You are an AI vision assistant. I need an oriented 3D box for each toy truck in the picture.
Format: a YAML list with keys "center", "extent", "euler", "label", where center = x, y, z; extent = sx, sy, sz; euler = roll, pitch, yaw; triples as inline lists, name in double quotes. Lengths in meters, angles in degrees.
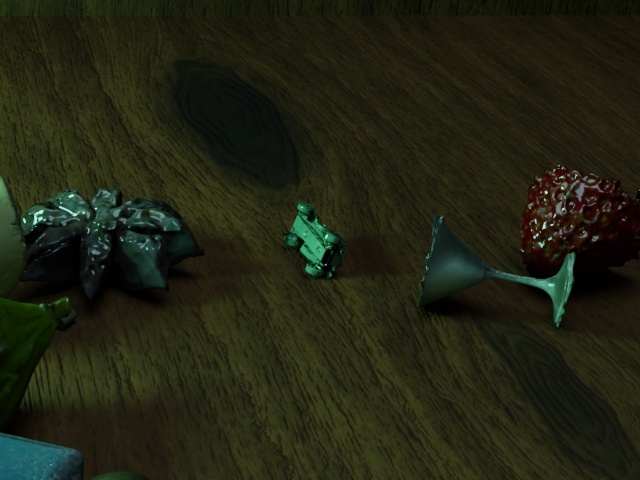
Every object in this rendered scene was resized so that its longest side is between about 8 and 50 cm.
- center: [0.001, 0.000, 2.191]
  extent: [0.078, 0.080, 0.154]
  euler: [16, 18, -30]
  label: "toy truck"

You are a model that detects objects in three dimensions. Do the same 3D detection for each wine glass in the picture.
- center: [0.277, 0.055, 2.050]
  extent: [0.232, 0.156, 0.156]
  euler: [11, 26, 5]
  label: "wine glass"

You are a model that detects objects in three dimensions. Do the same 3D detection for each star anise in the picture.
- center: [-0.347, -0.004, 2.082]
  extent: [0.331, 0.118, 0.332]
  euler: [5, 31, -3]
  label: "star anise"

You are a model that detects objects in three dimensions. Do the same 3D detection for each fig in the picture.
- center: [-0.442, 0.165, 1.600]
  extent: [0.314, 0.233, 0.233]
  euler: [2, 24, -29]
  label: "fig"

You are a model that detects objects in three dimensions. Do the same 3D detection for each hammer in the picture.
- center: [-0.421, 0.109, 1.946]
  extent: [0.110, 0.019, 0.035]
  euler: [11, 26, 17]
  label: "hammer"

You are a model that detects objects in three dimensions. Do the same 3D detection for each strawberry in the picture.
- center: [0.421, 0.002, 2.163]
  extent: [0.234, 0.234, 0.178]
  euler: [20, 54, 28]
  label: "strawberry"

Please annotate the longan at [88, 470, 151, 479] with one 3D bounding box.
- center: [-0.232, 0.305, 1.476]
  extent: [0.113, 0.092, 0.113]
  euler: [2, 26, -1]
  label: "longan"

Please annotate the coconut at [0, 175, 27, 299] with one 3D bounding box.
- center: [-0.572, 0.011, 1.883]
  extent: [0.244, 0.239, 0.239]
  euler: [-19, 34, -40]
  label: "coconut"

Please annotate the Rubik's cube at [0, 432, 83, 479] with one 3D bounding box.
- center: [-0.392, 0.347, 1.119]
  extent: [0.301, 0.304, 0.305]
  euler: [9, 27, 9]
  label: "Rubik's cube"
